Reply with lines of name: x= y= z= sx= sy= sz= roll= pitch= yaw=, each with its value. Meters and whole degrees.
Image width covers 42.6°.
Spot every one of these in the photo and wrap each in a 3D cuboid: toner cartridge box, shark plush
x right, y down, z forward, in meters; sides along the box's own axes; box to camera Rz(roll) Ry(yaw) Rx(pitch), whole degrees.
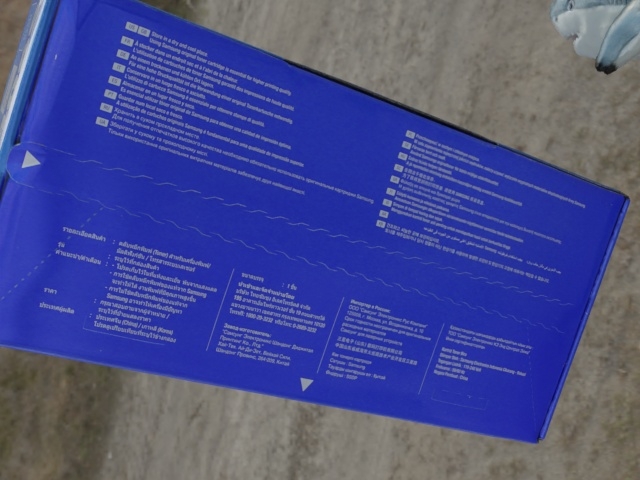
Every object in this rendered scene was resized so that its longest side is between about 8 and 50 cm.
toner cartridge box: x=0.000 y=0.000 z=0.450 sx=0.075 sy=0.347 sz=0.165 roll=24 pitch=97 yaw=62
shark plush: x=0.165 y=-0.135 z=0.363 sx=0.161 sy=0.073 sz=0.067 roll=120 pitch=136 yaw=-54
